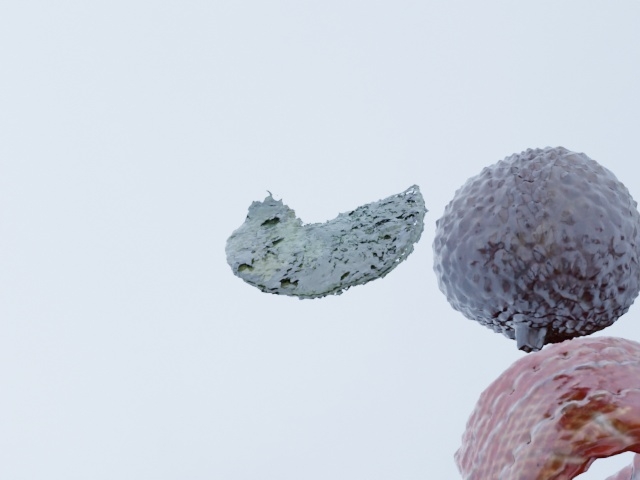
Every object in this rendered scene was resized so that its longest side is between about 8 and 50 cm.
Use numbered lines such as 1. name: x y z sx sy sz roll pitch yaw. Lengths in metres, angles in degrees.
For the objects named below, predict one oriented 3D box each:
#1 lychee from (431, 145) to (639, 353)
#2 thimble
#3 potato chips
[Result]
1. lychee: 0.258 0.009 1.865 0.260 0.260 0.261 34 52 -58
2. thimble: 0.354 0.297 2.017 0.231 0.350 0.350 -114 180 -60
3. potato chips: -0.001 -0.004 1.599 0.202 0.219 0.029 -56 137 -45
